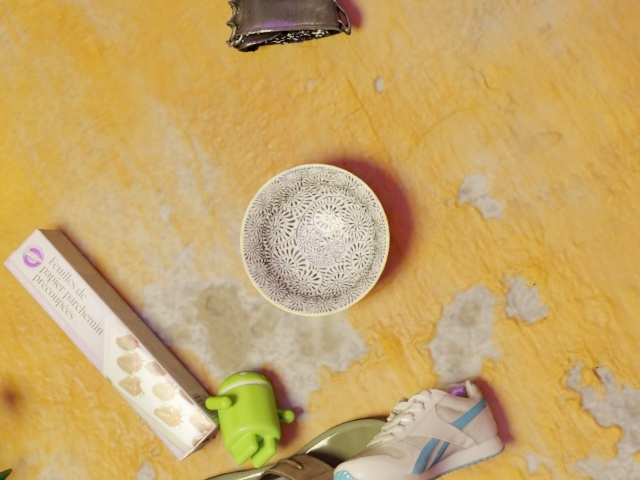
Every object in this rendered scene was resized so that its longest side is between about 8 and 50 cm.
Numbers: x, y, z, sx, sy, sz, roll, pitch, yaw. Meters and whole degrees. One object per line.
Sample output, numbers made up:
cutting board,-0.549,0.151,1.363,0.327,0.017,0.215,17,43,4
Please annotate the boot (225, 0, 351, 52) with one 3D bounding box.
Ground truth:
boot,-0.095,-0.335,1.214,0.263,0.091,0.229,0,88,10

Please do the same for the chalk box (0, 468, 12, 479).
chalk box,-0.468,0.385,1.227,0.179,0.180,0.289,31,94,10

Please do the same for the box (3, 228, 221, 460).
box,-0.242,0.120,1.245,0.063,0.067,0.324,-45,81,7

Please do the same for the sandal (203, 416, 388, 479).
sandal,-0.030,0.297,1.184,0.303,0.086,0.120,-23,84,9

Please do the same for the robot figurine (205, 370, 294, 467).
robot figurine,-0.083,0.200,1.194,0.067,0.101,0.115,-50,38,35

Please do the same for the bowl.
bowl,0.000,0.000,1.190,0.170,0.080,0.170,0,89,12

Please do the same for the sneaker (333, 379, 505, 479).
sneaker,0.096,0.213,1.110,0.087,0.229,0.092,-28,77,46
